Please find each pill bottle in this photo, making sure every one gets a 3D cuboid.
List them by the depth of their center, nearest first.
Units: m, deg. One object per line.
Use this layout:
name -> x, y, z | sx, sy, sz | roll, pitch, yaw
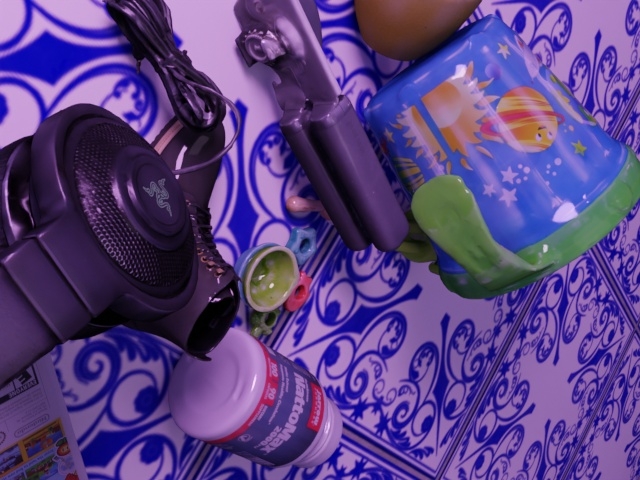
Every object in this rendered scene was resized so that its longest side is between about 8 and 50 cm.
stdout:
pill bottle -> -0.055, 0.166, 0.774 | 0.180, 0.108, 0.108 | 40, 75, -48

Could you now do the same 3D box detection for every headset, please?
headset -> -0.190, -0.023, 0.482 | 0.394, 0.243, 0.185 | -48, 117, -44

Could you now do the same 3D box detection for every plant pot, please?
plant pot -> 0.086, -0.235, 0.763 | 0.134, 0.134, 0.095 | -26, 151, -39

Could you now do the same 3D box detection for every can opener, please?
can opener -> 0.014, -0.120, 0.729 | 0.095, 0.076, 0.283 | -52, 127, -34

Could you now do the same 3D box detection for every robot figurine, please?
robot figurine -> 0.137, -0.008, 0.941 | 0.115, 0.067, 0.101 | -5, 97, -46

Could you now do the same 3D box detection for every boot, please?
boot -> -0.096, -0.007, 0.636 | 0.077, 0.137, 0.197 | 22, 88, -49

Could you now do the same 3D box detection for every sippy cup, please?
sippy cup -> 0.171, -0.096, 0.797 | 0.240, 0.305, 0.224 | -38, 101, -1

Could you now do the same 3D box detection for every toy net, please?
toy net -> 0.000, 0.000, 0.813 | 0.232, 0.045, 0.122 | -45, 133, -26

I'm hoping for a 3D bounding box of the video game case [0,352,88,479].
video game case -> -0.294, 0.202, 0.593 | 0.227, 0.026, 0.206 | -29, 125, -38
